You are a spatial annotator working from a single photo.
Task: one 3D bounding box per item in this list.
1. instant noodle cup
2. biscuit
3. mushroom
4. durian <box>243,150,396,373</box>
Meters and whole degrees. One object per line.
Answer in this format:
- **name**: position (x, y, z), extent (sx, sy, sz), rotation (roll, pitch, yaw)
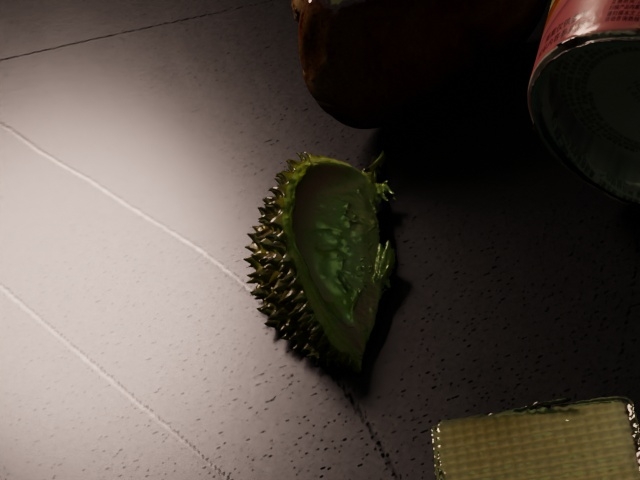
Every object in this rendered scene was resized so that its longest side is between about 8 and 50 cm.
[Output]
- **instant noodle cup**: position (0.258, -0.165, 0.947), extent (0.243, 0.244, 0.255), rotation (10, 54, 28)
- **biscuit**: position (0.125, 0.170, 0.739), extent (0.121, 0.041, 0.199), rotation (-11, 39, 11)
- **mushroom**: position (0.053, -0.198, 1.129), extent (0.227, 0.148, 0.217), rotation (-25, 25, -16)
- **durian**: position (0.000, 0.000, 0.965), extent (0.100, 0.086, 0.215), rotation (18, 45, -11)
